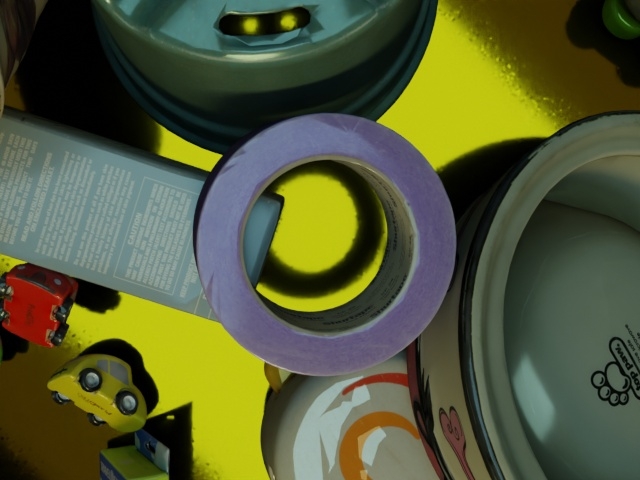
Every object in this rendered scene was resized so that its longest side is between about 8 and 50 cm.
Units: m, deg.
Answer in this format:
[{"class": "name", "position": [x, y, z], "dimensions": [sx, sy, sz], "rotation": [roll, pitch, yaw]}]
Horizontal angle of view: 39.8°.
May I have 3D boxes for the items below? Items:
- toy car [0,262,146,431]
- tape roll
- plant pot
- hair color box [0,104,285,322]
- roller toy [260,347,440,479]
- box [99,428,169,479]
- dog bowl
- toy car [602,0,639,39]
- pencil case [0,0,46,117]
[{"class": "toy car", "position": [-0.286, 0.090, 0.821], "dimensions": [0.225, 0.239, 0.053], "rotation": [2, 48, 19]}, {"class": "tape roll", "position": [0.000, 0.000, 0.660], "dimensions": [0.189, 0.080, 0.189], "rotation": [-1, 98, -10]}, {"class": "plant pot", "position": [-0.050, -0.241, 0.699], "dimensions": [0.341, 0.334, 0.341], "rotation": [0, 92, -1]}, {"class": "hair color box", "position": [-0.225, -0.043, 0.777], "dimensions": [0.374, 0.185, 0.113], "rotation": [18, 93, -3]}, {"class": "roller toy", "position": [0.041, 0.188, 0.817], "dimensions": [0.209, 0.146, 0.191], "rotation": [12, 85, -10]}, {"class": "box", "position": [-0.174, 0.274, 0.833], "dimensions": [0.042, 0.109, 0.178], "rotation": [-3, 94, -29]}, {"class": "dog bowl", "position": [0.252, 0.105, 0.750], "dimensions": [0.408, 0.150, 0.408], "rotation": [6, 75, -25]}, {"class": "toy car", "position": [0.381, -0.259, 0.809], "dimensions": [0.149, 0.155, 0.188], "rotation": [37, 82, -3]}, {"class": "pencil case", "position": [-0.292, -0.222, 0.673], "dimensions": [0.184, 0.410, 0.160], "rotation": [-13, 132, 8]}]
